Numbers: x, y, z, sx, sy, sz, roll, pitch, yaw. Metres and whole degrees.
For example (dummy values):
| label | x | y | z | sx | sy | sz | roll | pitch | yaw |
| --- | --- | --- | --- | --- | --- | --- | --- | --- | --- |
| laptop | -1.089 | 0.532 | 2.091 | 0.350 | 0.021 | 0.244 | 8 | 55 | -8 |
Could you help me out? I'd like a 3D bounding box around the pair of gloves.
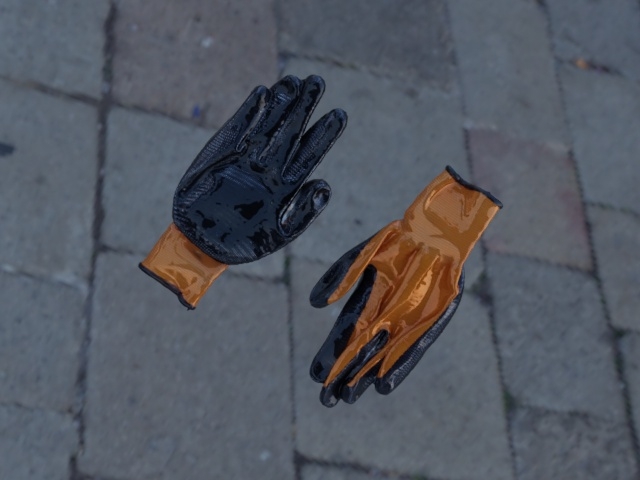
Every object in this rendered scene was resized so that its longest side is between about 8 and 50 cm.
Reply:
| label | x | y | z | sx | sy | sz | roll | pitch | yaw |
| --- | --- | --- | --- | --- | --- | --- | --- | --- | --- |
| pair of gloves | 0.000 | 0.000 | 0.401 | 0.083 | 0.074 | 0.010 | 35 | 6 | 5 |
